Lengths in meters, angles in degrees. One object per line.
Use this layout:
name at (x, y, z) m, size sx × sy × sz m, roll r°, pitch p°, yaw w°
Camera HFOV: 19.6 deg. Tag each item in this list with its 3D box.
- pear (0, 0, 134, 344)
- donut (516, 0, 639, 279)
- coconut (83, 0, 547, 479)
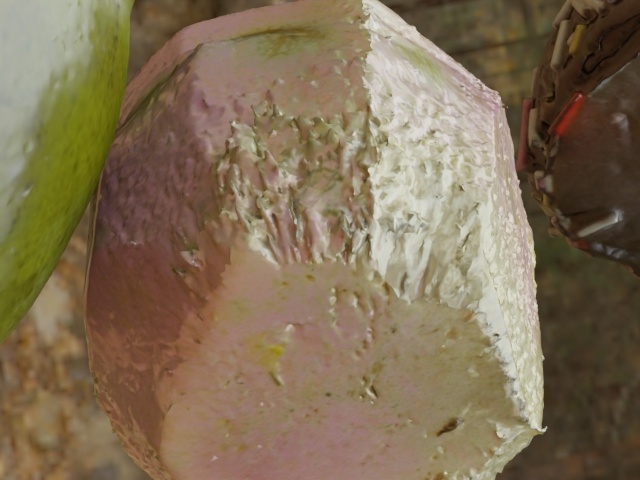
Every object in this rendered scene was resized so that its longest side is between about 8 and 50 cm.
pear at (-0.259, -0.081, 0.773) m, size 0.413 × 0.352 × 0.352 m, roll -43°, pitch 137°, yaw -27°
donut at (0.273, -0.109, 1.301) m, size 0.345 × 0.259 × 0.136 m, roll -54°, pitch -152°, yaw 42°
coconut at (0.000, 0.000, 0.909) m, size 0.245 × 0.233 × 0.233 m, roll -93°, pitch 170°, yaw -54°
